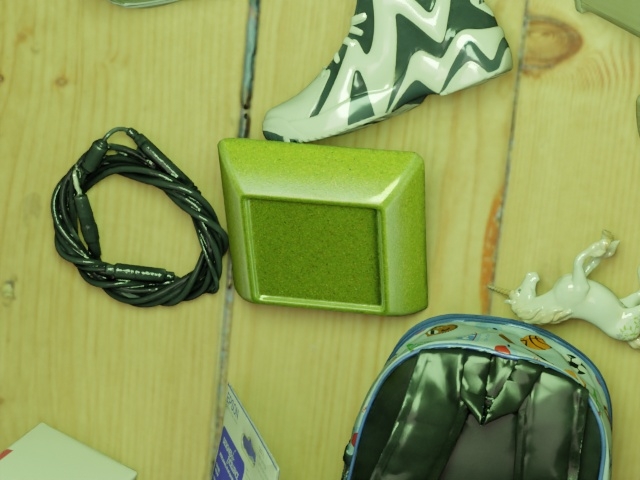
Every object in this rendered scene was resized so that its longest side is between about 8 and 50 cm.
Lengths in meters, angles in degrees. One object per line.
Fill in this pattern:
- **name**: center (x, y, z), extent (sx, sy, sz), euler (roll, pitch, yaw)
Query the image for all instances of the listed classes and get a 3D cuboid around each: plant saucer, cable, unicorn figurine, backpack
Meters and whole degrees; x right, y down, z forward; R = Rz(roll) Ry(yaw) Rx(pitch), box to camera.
- **plant saucer**: center (0.000, 0.000, 1.600), extent (0.188, 0.045, 0.188), euler (5, 130, 11)
- **cable**: center (-0.172, -0.007, 1.677), extent (0.184, 0.047, 0.150), euler (44, 107, 0)
- **unicorn figurine**: center (0.244, 0.047, 1.592), extent (0.162, 0.060, 0.111), euler (33, 106, 4)
- **backpack**: center (0.145, 0.200, 1.571), extent (0.277, 0.213, 0.263), euler (13, 112, 3)

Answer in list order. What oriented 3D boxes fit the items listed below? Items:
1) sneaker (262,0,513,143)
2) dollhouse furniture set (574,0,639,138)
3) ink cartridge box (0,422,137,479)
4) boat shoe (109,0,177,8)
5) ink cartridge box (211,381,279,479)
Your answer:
- **sneaker**: center (0.040, -0.183, 1.574), extent (0.235, 0.094, 0.153), euler (-19, 90, 22)
- **dollhouse furniture set**: center (0.395, -0.236, 1.500), extent (0.303, 0.198, 0.286), euler (-22, 122, -15)
- **ink cartridge box**: center (-0.307, 0.346, 1.696), extent (0.117, 0.207, 0.283), euler (26, 106, 7)
- **boat shoe**: center (-0.069, -0.270, 1.574), extent (0.302, 0.094, 0.109), euler (-18, 97, 14)
- **ink cartridge box**: center (-0.064, 0.264, 1.634), extent (0.045, 0.206, 0.208), euler (6, 107, -18)
